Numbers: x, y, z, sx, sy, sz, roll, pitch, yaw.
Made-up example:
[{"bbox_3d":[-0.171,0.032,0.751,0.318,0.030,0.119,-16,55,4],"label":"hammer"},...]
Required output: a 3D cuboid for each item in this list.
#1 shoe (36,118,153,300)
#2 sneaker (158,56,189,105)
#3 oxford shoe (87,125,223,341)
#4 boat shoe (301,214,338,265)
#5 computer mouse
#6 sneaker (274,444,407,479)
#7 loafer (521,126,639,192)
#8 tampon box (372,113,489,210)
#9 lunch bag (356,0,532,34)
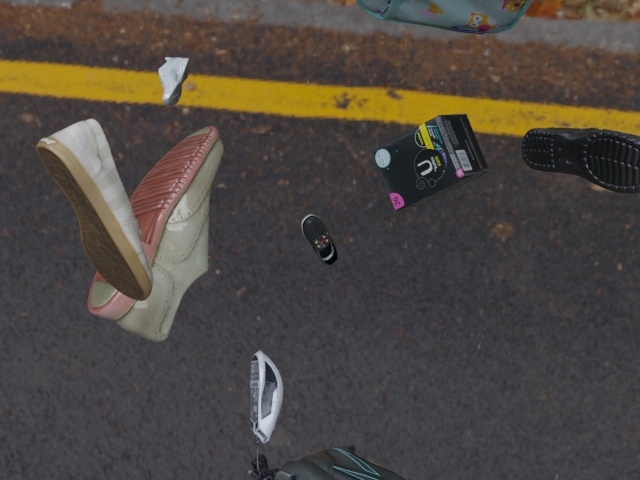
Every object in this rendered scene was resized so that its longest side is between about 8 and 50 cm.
[{"bbox_3d":[-0.213,-0.026,0.870,0.076,0.219,0.058,16,50,32],"label":"shoe"},{"bbox_3d":[-0.342,-0.362,1.941,0.061,0.054,0.152,11,50,-1],"label":"sneaker"},{"bbox_3d":[-0.249,-0.016,1.449,0.140,0.146,0.397,-6,52,47],"label":"oxford shoe"},{"bbox_3d":[0.001,-0.001,1.713,0.049,0.133,0.042,-36,45,-9],"label":"boat shoe"},{"bbox_3d":[-0.075,0.256,1.234,0.042,0.106,0.193,3,81,-16],"label":"computer mouse"},{"bbox_3d":[0.073,0.282,0.840,0.106,0.101,0.267,-20,37,-39],"label":"sneaker"},{"bbox_3d":[0.384,-0.123,1.170,0.078,0.080,0.220,-16,27,-37],"label":"loafer"},{"bbox_3d":[0.200,-0.143,1.551,0.101,0.161,0.120,-12,78,-52],"label":"tampon box"},{"bbox_3d":[0.151,-0.347,0.988,0.224,0.279,0.108,5,72,-4],"label":"lunch bag"}]
